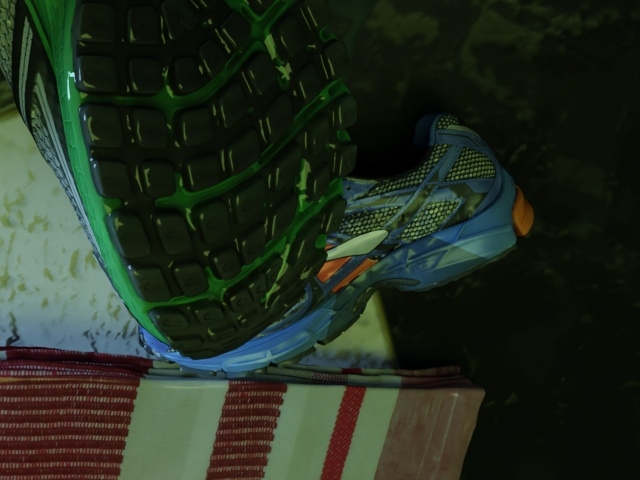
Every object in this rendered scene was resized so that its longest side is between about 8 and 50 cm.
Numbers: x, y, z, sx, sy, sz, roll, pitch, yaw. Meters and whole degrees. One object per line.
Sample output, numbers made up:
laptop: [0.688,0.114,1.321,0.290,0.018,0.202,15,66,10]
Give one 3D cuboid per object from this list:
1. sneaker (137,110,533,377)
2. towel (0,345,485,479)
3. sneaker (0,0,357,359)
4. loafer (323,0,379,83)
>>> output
sneaker: [0.000,0.000,0.770,0.221,0.083,0.087,-27,105,-6]
towel: [-0.082,0.172,0.828,0.329,0.037,0.237,5,114,-22]
sneaker: [-0.093,-0.113,0.626,0.134,0.146,0.344,-23,99,-33]
loafer: [-0.033,-0.107,0.714,0.096,0.084,0.267,11,120,-52]
